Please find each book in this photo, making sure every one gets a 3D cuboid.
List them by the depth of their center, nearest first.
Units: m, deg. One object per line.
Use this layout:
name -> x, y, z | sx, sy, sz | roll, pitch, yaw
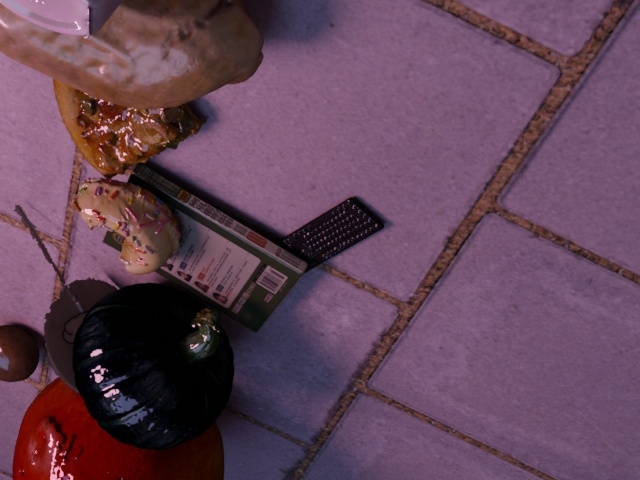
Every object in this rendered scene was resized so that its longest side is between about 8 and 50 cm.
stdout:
book -> -0.166, 0.016, 1.575 | 0.264, 0.027, 0.202 | 31, 146, -4

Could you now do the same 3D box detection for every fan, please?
fan -> -0.368, 0.087, 1.694 | 0.009, 0.191, 0.329 | -21, 101, 39

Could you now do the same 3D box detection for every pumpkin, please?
pumpkin -> -0.221, 0.169, 1.632 | 0.248, 0.248, 0.248 | 16, 142, 13

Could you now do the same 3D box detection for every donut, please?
donut -> -0.246, -0.014, 1.505 | 0.108, 0.065, 0.166 | 2, 142, 30

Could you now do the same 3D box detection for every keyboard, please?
keyboard -> 0.000, 0.000, 1.484 | 0.061, 0.013, 0.204 | 40, 141, -17

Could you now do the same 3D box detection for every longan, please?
longan -> -0.543, 0.194, 1.965 | 0.113, 0.092, 0.113 | 27, 152, 16

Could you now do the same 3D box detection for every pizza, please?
pizza -> -0.240, -0.158, 1.394 | 0.197, 0.058, 0.292 | 21, 143, 5

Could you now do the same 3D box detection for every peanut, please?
peanut -> -0.229, -0.241, 1.211 | 0.340, 0.158, 0.174 | 27, 100, -7

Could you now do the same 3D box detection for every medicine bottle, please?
medicine bottle -> -0.217, -0.293, 1.083 | 0.115, 0.219, 0.078 | 22, 143, 5

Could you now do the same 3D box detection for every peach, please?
peach -> -0.336, 0.365, 1.824 | 0.370, 0.370, 0.370 | 16, 142, 13
